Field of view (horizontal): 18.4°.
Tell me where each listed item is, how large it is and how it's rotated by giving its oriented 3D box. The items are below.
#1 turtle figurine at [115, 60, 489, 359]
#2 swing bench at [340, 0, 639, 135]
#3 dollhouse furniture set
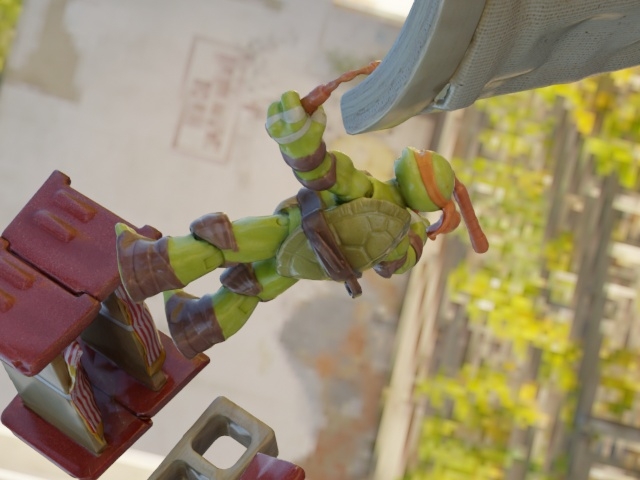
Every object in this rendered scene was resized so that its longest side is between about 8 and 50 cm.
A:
[{"bbox_3d":[0.000,0.000,1.196,0.269,0.217,0.087,44,-156,-63],"label":"turtle figurine"},{"bbox_3d":[0.102,-0.198,0.742,0.255,0.253,0.165,66,150,17],"label":"swing bench"},{"bbox_3d":[-0.099,0.134,1.526,0.152,0.374,0.201,-48,-27,-21],"label":"dollhouse furniture set"}]
